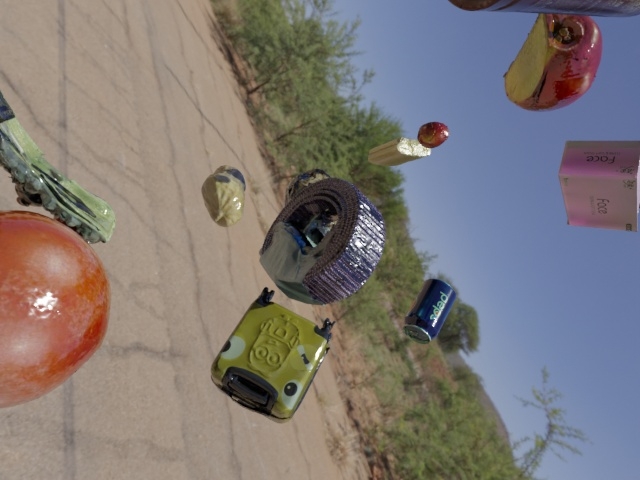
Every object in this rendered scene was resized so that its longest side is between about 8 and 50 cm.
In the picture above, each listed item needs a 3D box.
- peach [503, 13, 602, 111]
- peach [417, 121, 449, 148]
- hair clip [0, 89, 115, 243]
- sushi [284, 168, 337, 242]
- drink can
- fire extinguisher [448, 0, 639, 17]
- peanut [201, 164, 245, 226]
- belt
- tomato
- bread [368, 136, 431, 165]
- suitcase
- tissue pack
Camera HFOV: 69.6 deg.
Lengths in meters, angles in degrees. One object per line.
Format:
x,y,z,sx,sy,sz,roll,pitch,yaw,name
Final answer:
0.518,-0.369,1.029,0.267,0.158,0.154,95,-1,-70,peach
0.320,-0.294,1.302,0.078,0.083,0.050,93,0,-45,peach
-0.474,-0.111,0.751,0.321,0.091,0.138,58,0,-28,hair clip
-0.012,-0.072,1.613,0.171,0.210,0.351,-176,-106,-79,sushi
0.351,0.227,1.489,0.205,0.118,0.118,-54,132,-31,drink can
0.218,-0.231,0.376,0.104,0.268,0.105,34,-49,51,fire extinguisher
-0.332,-0.172,1.592,0.291,0.142,0.159,-100,171,-55,peanut
0.000,0.000,0.958,0.122,0.260,0.325,41,2,-31,belt
-0.416,0.094,0.619,0.265,0.264,0.265,-24,90,-84,tomato
0.256,-0.290,1.521,0.178,0.139,0.060,-6,-96,62,bread
-0.098,0.245,0.957,0.235,0.193,0.143,-58,167,-32,suitcase
0.628,-0.117,1.031,0.246,0.148,0.093,39,67,-48,tissue pack
